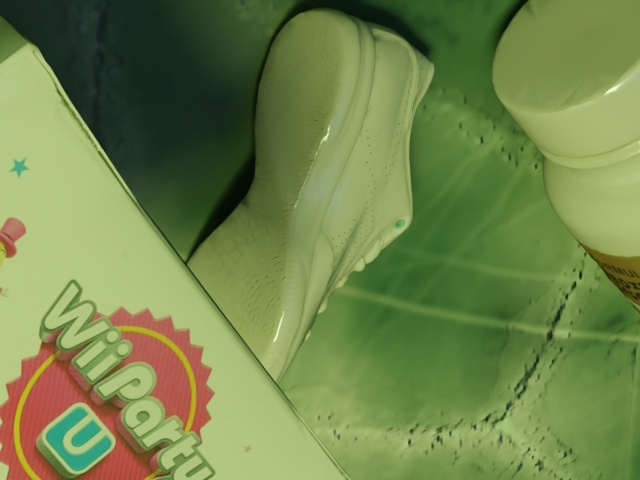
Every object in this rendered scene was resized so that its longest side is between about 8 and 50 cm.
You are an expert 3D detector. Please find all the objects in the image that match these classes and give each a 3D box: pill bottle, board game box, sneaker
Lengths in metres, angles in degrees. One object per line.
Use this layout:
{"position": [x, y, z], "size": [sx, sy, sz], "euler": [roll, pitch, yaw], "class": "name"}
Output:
{"position": [0.188, -0.032, 0.977], "size": [0.131, 0.131, 0.229], "euler": [-47, 126, -4], "class": "pill bottle"}
{"position": [-0.129, -0.008, 0.699], "size": [0.097, 0.303, 0.224], "euler": [-40, 125, -8], "class": "board game box"}
{"position": [0.000, 0.000, 0.923], "size": [0.094, 0.080, 0.212], "euler": [12, 104, -45], "class": "sneaker"}
